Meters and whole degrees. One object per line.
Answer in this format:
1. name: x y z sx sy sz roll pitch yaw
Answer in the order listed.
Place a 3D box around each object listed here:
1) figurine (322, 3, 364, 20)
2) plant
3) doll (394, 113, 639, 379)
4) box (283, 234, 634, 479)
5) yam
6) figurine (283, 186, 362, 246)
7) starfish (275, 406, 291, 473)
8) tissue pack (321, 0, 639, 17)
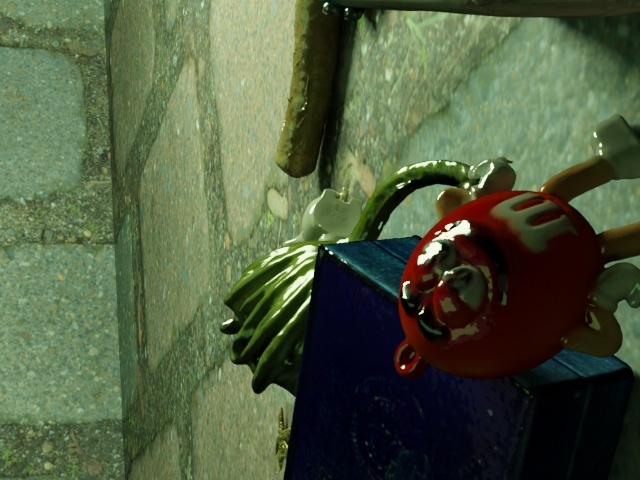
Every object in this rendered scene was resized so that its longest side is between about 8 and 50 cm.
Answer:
1. figurine: 0.037 -0.322 1.102 0.087 0.086 0.149 -52 -26 -45
2. plant: 0.052 0.032 1.028 0.333 0.180 0.251 -50 43 16
3. doll: 0.131 0.009 0.647 0.085 0.217 0.183 54 -172 -42
4. box: 0.086 0.173 0.795 0.261 0.116 0.278 33 122 49
5. yam: -0.010 -0.223 1.226 0.066 0.066 0.299 -131 46 -62
6. figurine: 0.010 0.003 1.180 0.098 0.081 0.146 -50 -7 -30
7. starfish: -0.053 0.279 1.395 0.092 0.016 0.086 124 144 -60
8. tissue pack: 0.124 -0.209 0.657 0.271 0.201 0.124 -143 48 -66
